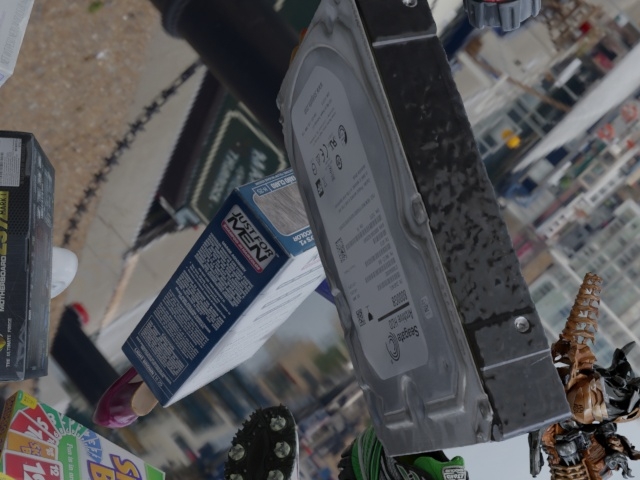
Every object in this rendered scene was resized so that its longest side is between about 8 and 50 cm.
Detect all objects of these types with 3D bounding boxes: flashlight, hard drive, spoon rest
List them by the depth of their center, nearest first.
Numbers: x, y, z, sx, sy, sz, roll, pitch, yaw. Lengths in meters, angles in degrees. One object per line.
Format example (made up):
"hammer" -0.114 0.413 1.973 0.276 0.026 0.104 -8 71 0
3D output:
"hard drive" 0.056 -0.008 0.695 0.064 0.338 0.237 -14 169 -18
"flashlight" 0.207 -0.400 1.070 0.103 0.103 0.304 -32 139 -13
"spoon rest" -0.510 0.043 1.530 0.137 0.084 0.276 -33 164 3

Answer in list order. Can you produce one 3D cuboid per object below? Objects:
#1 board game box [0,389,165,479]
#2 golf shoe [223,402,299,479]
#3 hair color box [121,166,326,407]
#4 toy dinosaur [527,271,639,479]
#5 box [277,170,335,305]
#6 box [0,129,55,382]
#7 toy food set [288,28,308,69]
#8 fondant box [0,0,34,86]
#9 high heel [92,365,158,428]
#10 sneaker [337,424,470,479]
"board game box" -0.284 0.297 1.110 0.039 0.259 0.124 -35 -147 21
"golf shoe" -0.072 0.371 1.272 0.105 0.272 0.120 -7 150 18
"hair color box" -0.093 0.054 1.102 0.174 0.105 0.347 -26 164 -47
"toy dinosaur" 0.365 0.215 1.180 0.219 0.164 0.321 -4 117 -25
"box" 0.000 0.000 1.353 0.136 0.225 0.036 -56 -177 -24
"box" -0.305 0.023 0.898 0.059 0.232 0.183 2 173 -9
"toy food set" 0.070 -0.271 1.319 0.232 0.104 0.111 -10 151 37
"fondant box" -0.494 -0.324 1.018 0.330 0.238 0.096 31 130 -33
"high heel" -0.246 0.196 1.382 0.117 0.082 0.244 -21 -156 40
"sneaker" 0.124 0.342 1.072 0.134 0.343 0.146 11 126 -32
